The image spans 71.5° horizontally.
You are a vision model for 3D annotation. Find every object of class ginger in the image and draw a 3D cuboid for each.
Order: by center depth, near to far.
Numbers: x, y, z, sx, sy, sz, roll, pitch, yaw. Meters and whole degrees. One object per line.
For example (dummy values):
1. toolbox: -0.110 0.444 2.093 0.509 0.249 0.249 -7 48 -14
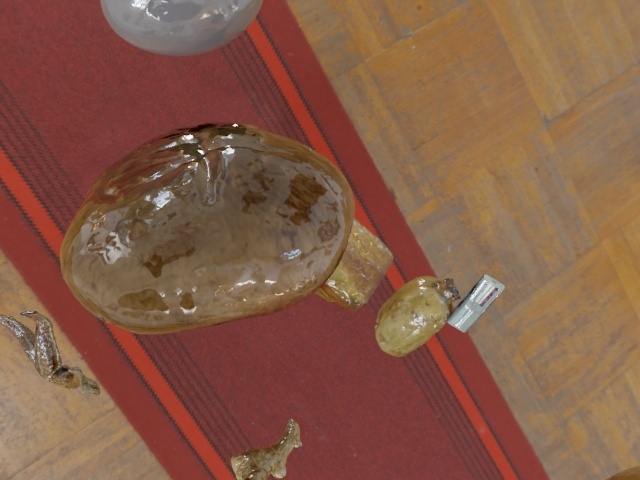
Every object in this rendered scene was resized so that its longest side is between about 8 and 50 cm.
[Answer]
1. ginger: -0.160 0.643 1.300 0.334 0.148 0.081 -17 114 -54

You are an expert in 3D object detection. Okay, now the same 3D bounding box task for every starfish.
1. starfish: -0.394 0.187 0.665 0.057 0.213 0.237 -45 137 -34

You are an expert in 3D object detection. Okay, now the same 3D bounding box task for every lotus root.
1. lotus root: 0.250 0.195 1.177 0.146 0.160 0.284 25 126 -31

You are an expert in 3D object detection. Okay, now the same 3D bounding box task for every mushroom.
1. mushroom: -0.101 -0.028 0.418 0.279 0.278 0.145 -8 129 -14

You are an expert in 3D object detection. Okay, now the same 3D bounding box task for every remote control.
1. remote control: 0.396 0.165 1.135 0.065 0.029 0.166 32 118 2

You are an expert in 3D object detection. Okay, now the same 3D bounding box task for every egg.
1. egg: -0.189 -0.353 0.620 0.232 0.176 0.176 -33 101 -10

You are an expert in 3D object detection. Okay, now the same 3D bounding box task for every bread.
1. bread: -0.004 0.002 1.015 0.344 0.149 0.195 43 72 -20

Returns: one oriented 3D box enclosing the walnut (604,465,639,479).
1. walnut: 0.725 0.646 0.884 0.398 0.308 0.353 11 55 -16
